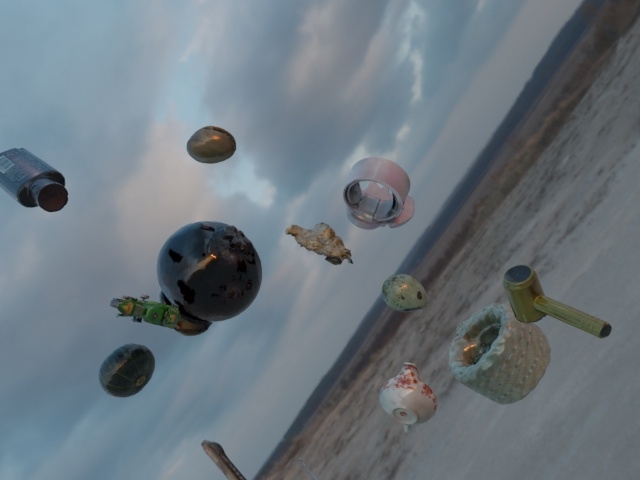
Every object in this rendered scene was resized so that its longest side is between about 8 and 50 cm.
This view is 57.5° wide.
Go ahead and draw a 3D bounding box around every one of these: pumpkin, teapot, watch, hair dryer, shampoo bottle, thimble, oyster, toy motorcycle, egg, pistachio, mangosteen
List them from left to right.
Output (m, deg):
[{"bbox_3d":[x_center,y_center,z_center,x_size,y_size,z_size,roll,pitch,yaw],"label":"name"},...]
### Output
[{"bbox_3d":[-0.736,-0.153,1.479,0.129,0.323,0.084,-38,-47,-28],"label":"shampoo bottle"},{"bbox_3d":[-0.560,0.377,1.688,0.167,0.125,0.167,21,-90,-76],"label":"pumpkin"},{"bbox_3d":[-0.422,0.179,1.445,0.106,0.190,0.074,7,79,57],"label":"toy motorcycle"},{"bbox_3d":[-0.328,0.111,1.667,0.347,0.307,0.307,-52,-7,23],"label":"mangosteen"},{"bbox_3d":[-0.321,-0.280,1.716,0.113,0.149,0.113,9,-90,-84],"label":"pistachio"},{"bbox_3d":[0.000,0.000,1.543,0.163,0.191,0.081,-117,42,-65],"label":"oyster"},{"bbox_3d":[0.205,-0.162,1.904,0.231,0.244,0.196,102,-172,-51],"label":"watch"},{"bbox_3d":[0.192,0.122,1.333,0.085,0.110,0.085,-55,14,21],"label":"egg"},{"bbox_3d":[0.243,0.456,1.625,0.116,0.159,0.246,-81,-7,-48],"label":"teapot"},{"bbox_3d":[0.558,0.355,1.842,0.291,0.195,0.291,-52,12,16],"label":"thimble"},{"bbox_3d":[0.572,0.159,1.419,0.090,0.135,0.278,-37,30,-16],"label":"hair dryer"}]

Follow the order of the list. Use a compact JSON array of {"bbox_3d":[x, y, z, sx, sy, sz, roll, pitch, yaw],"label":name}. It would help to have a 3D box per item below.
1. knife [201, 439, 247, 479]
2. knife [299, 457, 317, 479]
[{"bbox_3d":[-0.114,0.523,1.146,0.043,0.365,0.089,-41,-26,-18],"label":"knife"},{"bbox_3d":[0.013,0.625,1.447,0.034,0.063,0.260,-37,25,-14],"label":"knife"}]
